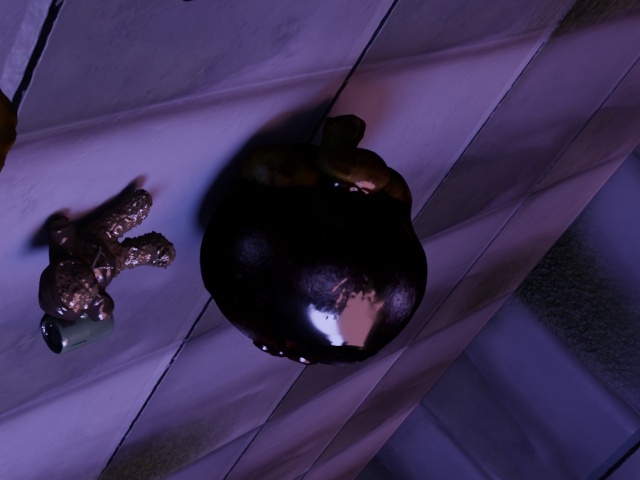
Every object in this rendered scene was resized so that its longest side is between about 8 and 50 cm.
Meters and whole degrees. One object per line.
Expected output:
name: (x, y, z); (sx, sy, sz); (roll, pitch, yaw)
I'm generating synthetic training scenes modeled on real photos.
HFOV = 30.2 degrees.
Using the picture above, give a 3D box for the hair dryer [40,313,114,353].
hair dryer: (-0.255, 0.059, 1.289); (0.071, 0.047, 0.150); (-24, 148, -42)

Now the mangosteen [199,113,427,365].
mangosteen: (-0.002, 0.004, 1.385); (0.287, 0.288, 0.233); (-33, 170, -26)

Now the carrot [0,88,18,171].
carrot: (-0.284, -0.082, 0.594); (0.340, 0.241, 0.241); (-44, 162, 8)

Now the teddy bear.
teddy bear: (-0.230, 0.018, 1.194); (0.160, 0.077, 0.119); (-43, 124, -42)
